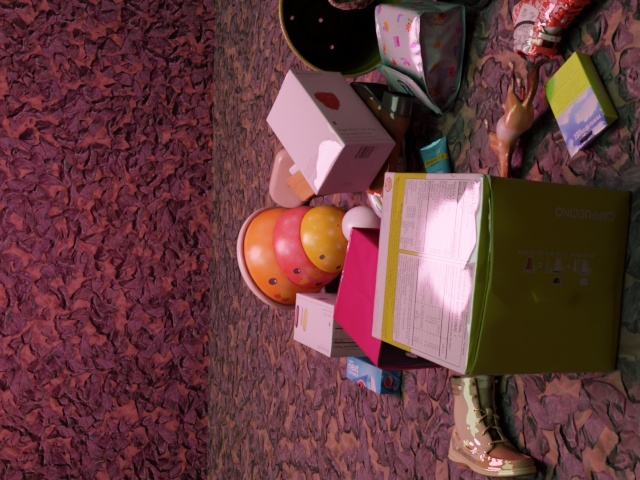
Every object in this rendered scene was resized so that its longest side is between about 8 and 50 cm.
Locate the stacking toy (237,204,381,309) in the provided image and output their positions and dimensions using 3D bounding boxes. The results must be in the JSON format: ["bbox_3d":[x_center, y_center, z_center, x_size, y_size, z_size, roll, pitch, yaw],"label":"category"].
[{"bbox_3d":[0.000,0.000,2.241,0.480,0.350,0.351,-25,64,46],"label":"stacking toy"}]

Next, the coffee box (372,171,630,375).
[{"bbox_3d":[0.330,0.052,1.385,0.334,0.337,0.338,-170,84,-65],"label":"coffee box"}]

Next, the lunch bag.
[{"bbox_3d":[0.251,-0.463,1.841,0.223,0.160,0.262,-138,36,-55],"label":"lunch bag"}]

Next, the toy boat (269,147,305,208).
[{"bbox_3d":[-0.097,-0.235,2.641,0.151,0.151,0.231,-67,-7,-65],"label":"toy boat"}]

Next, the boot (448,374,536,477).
[{"bbox_3d":[0.364,0.393,1.577,0.262,0.095,0.204,168,105,-69],"label":"boot"}]

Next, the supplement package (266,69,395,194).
[{"bbox_3d":[0.021,-0.284,1.896,0.293,0.177,0.175,56,135,29],"label":"supplement package"}]

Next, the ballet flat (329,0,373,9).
[{"bbox_3d":[0.201,-0.725,1.797,0.482,0.164,0.182,-32,13,35],"label":"ballet flat"}]

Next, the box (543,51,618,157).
[{"bbox_3d":[0.499,-0.259,1.402,0.109,0.042,0.178,126,140,-52],"label":"box"}]

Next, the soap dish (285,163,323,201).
[{"bbox_3d":[0.054,-0.216,2.183,0.291,0.229,0.118,-28,78,63],"label":"soap dish"}]

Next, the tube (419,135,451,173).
[{"bbox_3d":[0.300,-0.157,1.828,0.080,0.052,0.207,-22,60,27],"label":"tube"}]

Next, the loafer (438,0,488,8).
[{"bbox_3d":[0.308,-0.642,1.800,0.302,0.095,0.109,-131,50,-56],"label":"loafer"}]

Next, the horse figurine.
[{"bbox_3d":[0.406,-0.260,1.547,0.263,0.066,0.174,106,168,-53],"label":"horse figurine"}]

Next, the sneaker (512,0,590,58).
[{"bbox_3d":[0.472,-0.439,1.429,0.270,0.090,0.145,-173,86,-69],"label":"sneaker"}]

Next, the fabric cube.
[{"bbox_3d":[0.209,0.133,1.748,0.258,0.254,0.259,-139,55,-60],"label":"fabric cube"}]

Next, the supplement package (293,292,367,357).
[{"bbox_3d":[0.066,0.240,2.113,0.262,0.204,0.145,-172,85,-65],"label":"supplement package"}]

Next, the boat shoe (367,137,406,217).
[{"bbox_3d":[0.184,-0.209,2.003,0.094,0.109,0.302,121,148,-72],"label":"boat shoe"}]

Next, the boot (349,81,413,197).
[{"bbox_3d":[0.141,-0.275,1.967,0.264,0.096,0.280,33,120,45],"label":"boot"}]

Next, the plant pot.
[{"bbox_3d":[0.031,-0.666,2.169,0.353,0.366,0.367,-137,53,-74],"label":"plant pot"}]

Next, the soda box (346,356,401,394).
[{"bbox_3d":[0.149,0.379,2.080,0.210,0.067,0.071,-172,85,-66],"label":"soda box"}]
